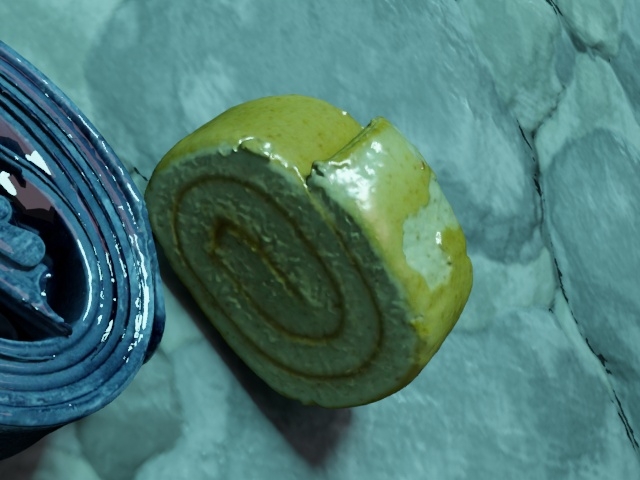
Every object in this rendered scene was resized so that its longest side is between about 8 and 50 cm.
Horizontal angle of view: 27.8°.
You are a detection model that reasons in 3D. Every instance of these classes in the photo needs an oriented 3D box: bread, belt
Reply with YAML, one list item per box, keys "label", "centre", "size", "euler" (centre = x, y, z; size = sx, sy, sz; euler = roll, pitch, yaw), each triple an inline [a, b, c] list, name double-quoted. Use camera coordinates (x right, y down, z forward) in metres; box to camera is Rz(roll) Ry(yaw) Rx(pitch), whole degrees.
- label: "bread"
  centre: [0.000, 0.000, 0.597]
  size: [0.149, 0.122, 0.073]
  euler: [55, 38, -8]
- label: "belt"
  centre: [-0.144, -0.002, 0.482]
  size: [0.190, 0.082, 0.141]
  euler: [47, 48, -13]
